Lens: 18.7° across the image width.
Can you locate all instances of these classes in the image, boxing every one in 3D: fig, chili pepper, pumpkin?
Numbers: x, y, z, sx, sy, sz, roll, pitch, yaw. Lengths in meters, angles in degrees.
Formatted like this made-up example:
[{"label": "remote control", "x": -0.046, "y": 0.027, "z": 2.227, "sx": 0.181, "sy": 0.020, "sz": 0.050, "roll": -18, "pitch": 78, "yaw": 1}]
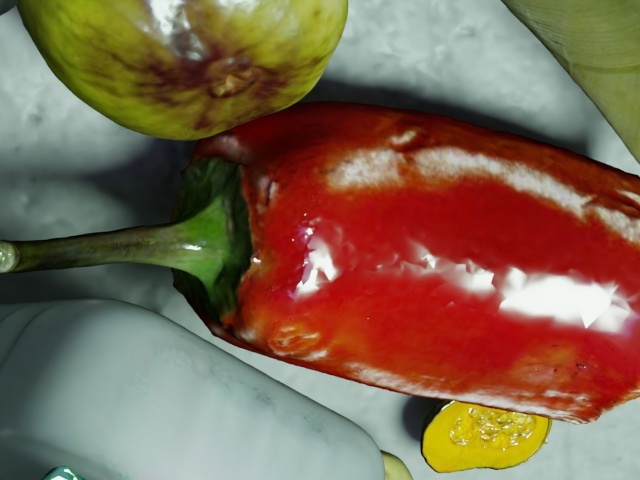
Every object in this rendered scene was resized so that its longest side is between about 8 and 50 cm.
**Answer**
[{"label": "fig", "x": -0.064, "y": -0.109, "z": 0.848, "sx": 0.153, "sy": 0.121, "sz": 0.136, "roll": 33, "pitch": 129, "yaw": -20}, {"label": "chili pepper", "x": -0.002, "y": -0.001, "z": 0.923, "sx": 0.338, "sy": 0.131, "sz": 0.134, "roll": 9, "pitch": 155, "yaw": -18}, {"label": "pumpkin", "x": 0.086, "y": 0.100, "z": 1.055, "sx": 0.083, "sy": 0.028, "sz": 0.050, "roll": 10, "pitch": 112, "yaw": -29}]

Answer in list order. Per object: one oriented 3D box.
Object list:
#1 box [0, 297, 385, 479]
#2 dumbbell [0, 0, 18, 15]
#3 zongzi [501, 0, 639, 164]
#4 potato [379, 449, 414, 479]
[{"label": "box", "x": -0.098, "y": 0.105, "z": 0.881, "sx": 0.264, "sy": 0.337, "sz": 0.106, "roll": 32, "pitch": 71, "yaw": -29}, {"label": "dumbbell", "x": -0.247, "y": -0.212, "z": 0.705, "sx": 0.322, "sy": 0.204, "sz": 0.204, "roll": 15, "pitch": 112, "yaw": -21}, {"label": "zongzi", "x": 0.061, "y": -0.142, "z": 0.855, "sx": 0.274, "sy": 0.145, "sz": 0.300, "roll": -3, "pitch": 115, "yaw": -12}, {"label": "potato", "x": 0.009, "y": 0.169, "z": 1.046, "sx": 0.091, "sy": 0.070, "sz": 0.138, "roll": 6, "pitch": 113, "yaw": -12}]
